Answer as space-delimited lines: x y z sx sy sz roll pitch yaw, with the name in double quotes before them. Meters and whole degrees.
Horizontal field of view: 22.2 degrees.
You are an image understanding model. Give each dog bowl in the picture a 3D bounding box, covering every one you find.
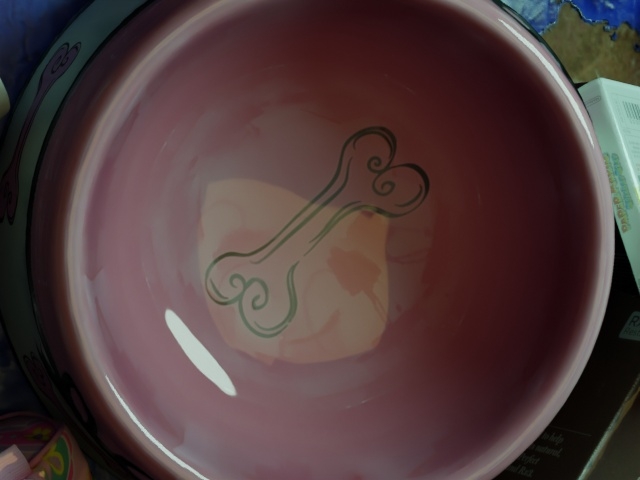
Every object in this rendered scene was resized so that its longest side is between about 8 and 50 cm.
"dog bowl" 0.000 0.000 1.015 0.408 0.150 0.408 -1 96 -11

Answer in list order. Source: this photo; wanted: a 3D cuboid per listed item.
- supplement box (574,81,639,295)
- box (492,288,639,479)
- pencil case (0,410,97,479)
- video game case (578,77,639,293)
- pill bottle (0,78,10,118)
"supplement box" 0.220 -0.027 1.209 0.188 0.104 0.081 43 74 -23
"box" 0.235 0.159 1.192 0.203 0.168 0.167 39 76 -23
"pencil case" -0.152 0.243 1.026 0.124 0.124 0.284 -33 108 -22
"video game case" 0.275 -0.003 1.134 0.227 0.026 0.206 6 63 -48
"pill bottle" -0.289 -0.045 0.935 0.216 0.121 0.121 -42 110 -19
